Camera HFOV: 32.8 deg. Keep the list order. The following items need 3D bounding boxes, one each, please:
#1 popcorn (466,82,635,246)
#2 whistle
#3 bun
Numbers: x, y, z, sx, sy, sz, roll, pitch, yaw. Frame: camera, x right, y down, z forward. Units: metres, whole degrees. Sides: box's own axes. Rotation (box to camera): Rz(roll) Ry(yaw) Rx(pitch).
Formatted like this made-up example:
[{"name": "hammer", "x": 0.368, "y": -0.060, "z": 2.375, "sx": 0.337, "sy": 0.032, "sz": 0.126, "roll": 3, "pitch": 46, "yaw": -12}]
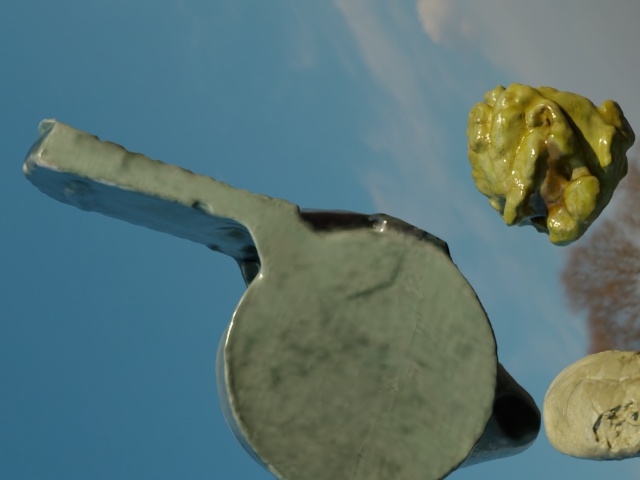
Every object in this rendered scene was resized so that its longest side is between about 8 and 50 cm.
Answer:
[{"name": "popcorn", "x": 0.344, "y": -0.130, "z": 1.698, "sx": 0.250, "sy": 0.235, "sz": 0.241, "roll": 26, "pitch": -153, "yaw": 18}, {"name": "whistle", "x": -0.026, "y": 0.036, "z": 0.791, "sx": 0.405, "sy": 0.188, "sz": 0.168, "roll": 50, "pitch": 169, "yaw": 3}, {"name": "bun", "x": 0.407, "y": 0.212, "z": 1.447, "sx": 0.220, "sy": 0.220, "sz": 0.134, "roll": -8, "pitch": -93, "yaw": -64}]
